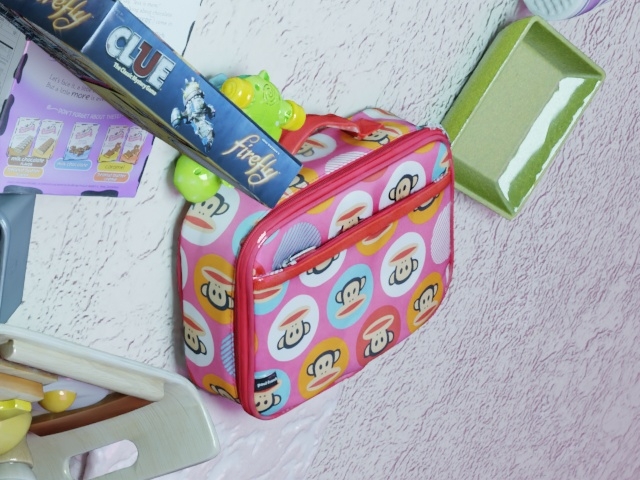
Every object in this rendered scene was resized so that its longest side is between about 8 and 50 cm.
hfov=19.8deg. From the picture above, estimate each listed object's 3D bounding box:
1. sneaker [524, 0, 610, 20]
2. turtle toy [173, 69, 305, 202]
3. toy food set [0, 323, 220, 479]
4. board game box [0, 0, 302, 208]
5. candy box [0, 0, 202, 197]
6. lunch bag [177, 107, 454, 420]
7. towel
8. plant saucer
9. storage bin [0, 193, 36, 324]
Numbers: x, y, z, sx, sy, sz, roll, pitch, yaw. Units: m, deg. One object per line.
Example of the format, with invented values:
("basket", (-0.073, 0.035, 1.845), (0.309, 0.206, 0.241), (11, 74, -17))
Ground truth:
("sneaker", (0.299, -0.357, 1.819), (0.161, 0.102, 0.282), (-18, 139, -49))
("turtle toy", (-0.079, -0.088, 1.557), (0.095, 0.066, 0.130), (21, 99, -50))
("toy food set", (-0.250, 0.155, 1.388), (0.306, 0.220, 0.092), (24, 51, -56))
("board game box", (-0.133, -0.119, 1.254), (0.042, 0.165, 0.243), (-55, 144, -4))
("candy box", (-0.187, -0.135, 1.382), (0.165, 0.070, 0.196), (2, 114, -52))
("lunch bag", (0.000, 0.000, 1.691), (0.293, 0.120, 0.258), (-30, 132, -38))
("towel", (-0.130, 0.274, 1.782), (0.332, 0.053, 0.317), (-11, 123, -49))
("plant saucer", (0.193, -0.130, 1.883), (0.188, 0.045, 0.188), (-58, 146, 4))
("storage bin", (-0.268, 0.013, 1.386), (0.091, 0.098, 0.135), (-54, 158, -63))
